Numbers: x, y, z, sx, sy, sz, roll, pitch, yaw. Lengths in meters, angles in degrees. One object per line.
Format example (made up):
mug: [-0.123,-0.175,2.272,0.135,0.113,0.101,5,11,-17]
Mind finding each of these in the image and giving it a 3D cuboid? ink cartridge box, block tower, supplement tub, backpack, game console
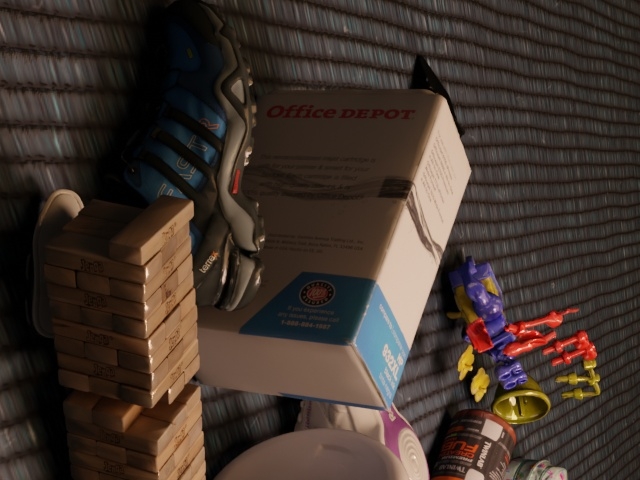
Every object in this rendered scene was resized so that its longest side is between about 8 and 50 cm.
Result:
ink cartridge box: [0.000,0.000,1.223,0.129,0.223,0.307,61,42,-46]
block tower: [-0.160,0.123,1.016,0.091,0.097,0.335,-54,151,-56]
supplement tub: [0.218,0.356,1.787,0.198,0.106,0.106,-63,144,-38]
backpack: [0.367,0.462,2.065,0.152,0.115,0.182,-28,114,-55]
game console: [0.152,-0.182,1.706,0.107,0.071,0.122,-51,144,-2]
supplement tub: [0.012,0.385,1.281,0.228,0.228,0.316,-51,135,-47]

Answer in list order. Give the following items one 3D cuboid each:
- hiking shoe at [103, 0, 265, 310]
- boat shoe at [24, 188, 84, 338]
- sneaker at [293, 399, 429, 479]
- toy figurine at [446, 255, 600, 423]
hiking shoe: [-0.131,-0.084,1.090,0.132,0.113,0.304,-2,74,-21]
boat shoe: [-0.225,0.020,1.008,0.046,0.038,0.125,4,85,-30]
sneaker: [0.011,0.181,1.389,0.114,0.152,0.305,-7,76,-58]
toy figurine: [0.286,0.117,1.815,0.362,0.191,0.217,51,16,-57]
